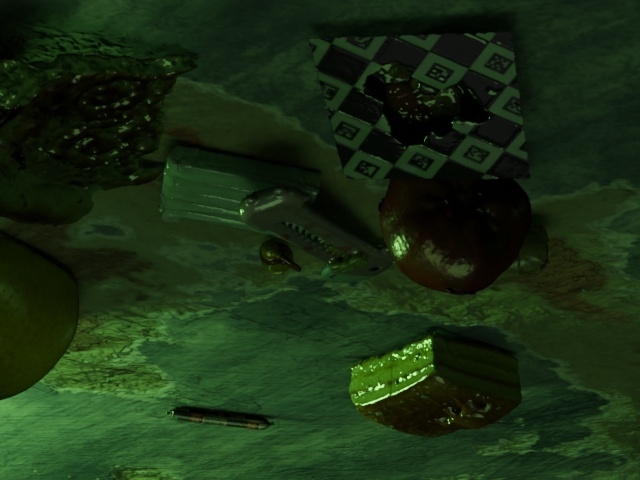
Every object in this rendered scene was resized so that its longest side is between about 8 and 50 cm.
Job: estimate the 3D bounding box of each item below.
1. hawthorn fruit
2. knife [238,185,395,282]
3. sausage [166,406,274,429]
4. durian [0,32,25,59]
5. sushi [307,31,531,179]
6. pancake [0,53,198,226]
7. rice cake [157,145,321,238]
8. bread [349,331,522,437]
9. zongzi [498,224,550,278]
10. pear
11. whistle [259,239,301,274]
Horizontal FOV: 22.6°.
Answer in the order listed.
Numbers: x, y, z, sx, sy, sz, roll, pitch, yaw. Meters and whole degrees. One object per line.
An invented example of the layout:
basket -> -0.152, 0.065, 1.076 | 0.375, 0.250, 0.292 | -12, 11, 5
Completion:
hawthorn fruit -> 0.152, -0.020, 1.941 | 0.185, 0.185, 0.202 | 10, 165, -13
knife -> 0.000, 0.001, 2.096 | 0.132, 0.038, 0.398 | -20, 157, 19
sausage -> -0.182, 0.324, 2.921 | 0.198, 0.025, 0.028 | 7, 138, -6
durian -> -0.405, -0.186, 1.763 | 0.208, 0.102, 0.146 | -11, 146, 23
sushi -> 0.116, -0.161, 1.779 | 0.219, 0.047, 0.231 | 0, 141, 14
pancake -> -0.304, -0.103, 1.864 | 0.304, 0.067, 0.427 | -11, 159, -19
rice cake -> -0.108, -0.057, 2.061 | 0.198, 0.037, 0.189 | 7, 155, -8
bread -> 0.182, 0.240, 2.576 | 0.184, 0.111, 0.234 | 20, 152, -29
zongzi -> 0.221, 0.024, 2.151 | 0.160, 0.079, 0.176 | 4, 165, 0
pear -> -0.535, 0.141, 2.381 | 0.340, 0.191, 0.386 | 2, 155, 6
whistle -> -0.058, 0.027, 2.172 | 0.046, 0.057, 0.109 | -29, 177, 0
